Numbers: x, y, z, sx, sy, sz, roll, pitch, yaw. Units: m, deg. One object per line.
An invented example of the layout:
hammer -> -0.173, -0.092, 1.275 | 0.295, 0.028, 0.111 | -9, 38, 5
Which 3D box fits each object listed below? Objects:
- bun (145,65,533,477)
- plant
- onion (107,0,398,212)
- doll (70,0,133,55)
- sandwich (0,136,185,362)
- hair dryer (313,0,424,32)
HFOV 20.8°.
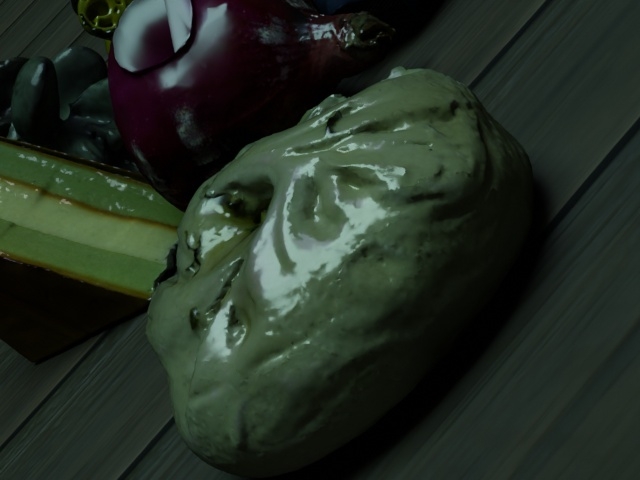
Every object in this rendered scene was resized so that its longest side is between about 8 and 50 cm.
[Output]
bun -> 0.000, 0.000, 0.851 | 0.210, 0.116, 0.237 | -32, 26, 31
plant -> -0.217, -0.073, 1.368 | 0.274, 0.146, 0.149 | -5, 63, 57
onion -> -0.052, -0.116, 1.115 | 0.198, 0.135, 0.173 | -25, 49, 38
doll -> -0.141, -0.178, 1.424 | 0.221, 0.135, 0.143 | 153, 122, -81
sandwich -> -0.202, -0.025, 1.188 | 0.144, 0.187, 0.117 | -34, 23, 41
hair dryer -> -0.007, -0.284, 1.268 | 0.298, 0.119, 0.296 | 179, 96, -65
